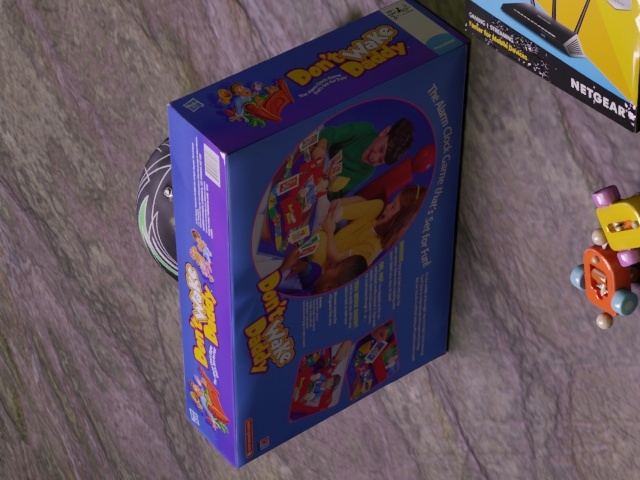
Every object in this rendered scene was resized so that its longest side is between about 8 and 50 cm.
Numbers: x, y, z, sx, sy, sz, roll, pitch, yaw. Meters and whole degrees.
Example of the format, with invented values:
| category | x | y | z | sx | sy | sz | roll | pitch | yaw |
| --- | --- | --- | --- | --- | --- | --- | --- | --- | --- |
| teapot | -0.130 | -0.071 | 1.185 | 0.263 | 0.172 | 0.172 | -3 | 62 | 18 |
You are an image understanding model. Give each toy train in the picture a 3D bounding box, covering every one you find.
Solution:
| category | x | y | z | sx | sy | sz | roll | pitch | yaw |
| --- | --- | --- | --- | --- | --- | --- | --- | --- | --- |
| toy train | 0.243 | 0.022 | 1.307 | 0.166 | 0.046 | 0.125 | 32 | 141 | 51 |

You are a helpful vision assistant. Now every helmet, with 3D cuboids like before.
| category | x | y | z | sx | sy | sz | roll | pitch | yaw |
| --- | --- | --- | --- | --- | --- | --- | --- | --- | --- |
| helmet | -0.094 | -0.030 | 1.731 | 0.161 | 0.169 | 0.169 | 44 | 151 | 3 |

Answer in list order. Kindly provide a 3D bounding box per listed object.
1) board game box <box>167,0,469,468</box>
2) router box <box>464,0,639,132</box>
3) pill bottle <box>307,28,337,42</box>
| category | x | y | z | sx | sy | sz | roll | pitch | yaw |
| --- | --- | --- | --- | --- | --- | --- | --- | --- | --- |
| board game box | 0.000 | 0.000 | 1.508 | 0.078 | 0.233 | 0.347 | 42 | 146 | 36 |
| router box | 0.170 | -0.171 | 1.259 | 0.179 | 0.046 | 0.133 | 37 | 143 | 42 |
| pill bottle | -0.001 | -0.128 | 1.581 | 0.067 | 0.067 | 0.120 | 60 | 153 | 7 |
